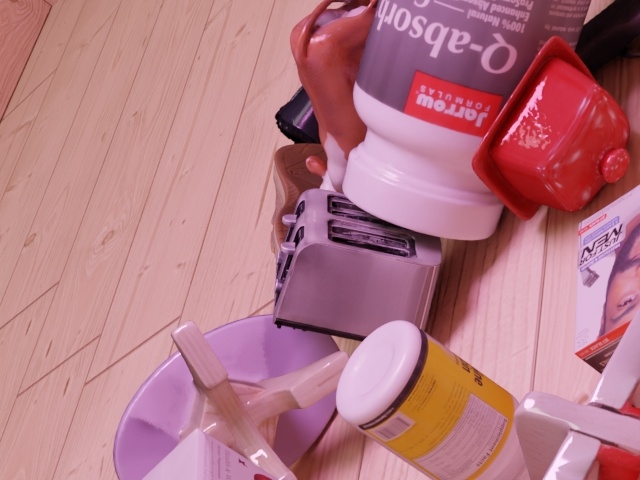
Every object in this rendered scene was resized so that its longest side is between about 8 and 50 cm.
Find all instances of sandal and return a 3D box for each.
[{"bbox_3d":[0.333,-0.226,1.755,0.097,0.054,0.254,-58,12,-28],"label":"sandal"}]

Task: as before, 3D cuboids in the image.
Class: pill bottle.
[{"bbox_3d":[0.154,-0.198,1.728,0.210,0.210,0.362,-120,44,-66],"label":"pill bottle"},{"bbox_3d":[0.111,0.157,1.460,0.103,0.184,0.103,-43,25,26],"label":"pill bottle"}]

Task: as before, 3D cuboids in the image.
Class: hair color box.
[{"bbox_3d":[0.276,0.033,1.485,0.093,0.053,0.167,-36,30,35],"label":"hair color box"}]

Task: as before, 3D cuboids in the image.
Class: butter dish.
[{"bbox_3d":[0.248,-0.092,1.635,0.118,0.160,0.160,29,84,36],"label":"butter dish"}]

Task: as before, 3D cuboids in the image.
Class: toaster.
[{"bbox_3d":[0.044,0.034,1.769,0.168,0.186,0.110,-88,11,-67],"label":"toaster"}]

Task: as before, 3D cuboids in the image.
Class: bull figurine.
[{"bbox_3d":[0.052,-0.165,1.896,0.101,0.310,0.188,30,67,29],"label":"bull figurine"}]

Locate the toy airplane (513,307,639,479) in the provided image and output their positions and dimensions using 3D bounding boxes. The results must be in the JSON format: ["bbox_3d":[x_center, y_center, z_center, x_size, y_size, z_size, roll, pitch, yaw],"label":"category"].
[{"bbox_3d":[0.218,0.225,1.049,0.386,0.272,0.384,-63,-12,14],"label":"toy airplane"}]

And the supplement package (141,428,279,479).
[{"bbox_3d":[-0.086,0.328,1.582,0.149,0.203,0.194,-43,26,23],"label":"supplement package"}]

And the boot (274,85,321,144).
[{"bbox_3d":[0.043,-0.209,2.223,0.207,0.094,0.246,-54,15,-8],"label":"boot"}]

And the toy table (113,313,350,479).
[{"bbox_3d":[-0.085,0.186,1.752,0.274,0.252,0.161,-45,10,-9],"label":"toy table"}]

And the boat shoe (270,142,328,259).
[{"bbox_3d":[0.000,0.000,2.024,0.341,0.122,0.110,-95,9,-61],"label":"boat shoe"}]
